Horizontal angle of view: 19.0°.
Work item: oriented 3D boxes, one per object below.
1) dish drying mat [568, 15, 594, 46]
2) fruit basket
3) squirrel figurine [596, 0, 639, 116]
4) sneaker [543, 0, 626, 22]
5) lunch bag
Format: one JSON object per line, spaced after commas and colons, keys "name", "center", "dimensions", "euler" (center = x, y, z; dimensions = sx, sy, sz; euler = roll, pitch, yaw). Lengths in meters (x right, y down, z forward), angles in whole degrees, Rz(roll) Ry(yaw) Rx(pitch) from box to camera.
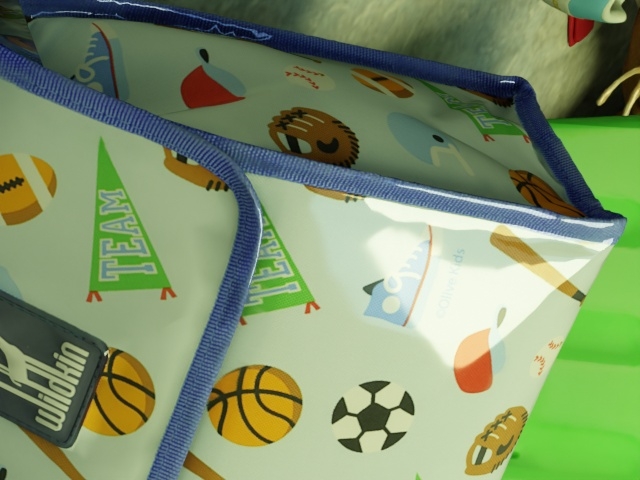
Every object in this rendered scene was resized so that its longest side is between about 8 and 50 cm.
{"name": "dish drying mat", "center": [0.212, -0.193, 1.540], "dimensions": [0.032, 0.008, 0.083], "euler": [-42, 148, -25]}
{"name": "fruit basket", "center": [0.232, 0.116, 1.337], "dimensions": [0.392, 0.392, 0.283], "euler": [-38, 180, -29]}
{"name": "squirrel figurine", "center": [0.319, -0.075, 1.627], "dimensions": [0.397, 0.281, 0.370], "euler": [-39, 139, -57]}
{"name": "sneaker", "center": [0.247, -0.260, 1.439], "dimensions": [0.229, 0.092, 0.087], "euler": [-53, 149, -7]}
{"name": "lunch bag", "center": [-0.071, 0.050, 1.095], "dimensions": [0.385, 0.239, 0.328], "euler": [12, 115, -22]}
